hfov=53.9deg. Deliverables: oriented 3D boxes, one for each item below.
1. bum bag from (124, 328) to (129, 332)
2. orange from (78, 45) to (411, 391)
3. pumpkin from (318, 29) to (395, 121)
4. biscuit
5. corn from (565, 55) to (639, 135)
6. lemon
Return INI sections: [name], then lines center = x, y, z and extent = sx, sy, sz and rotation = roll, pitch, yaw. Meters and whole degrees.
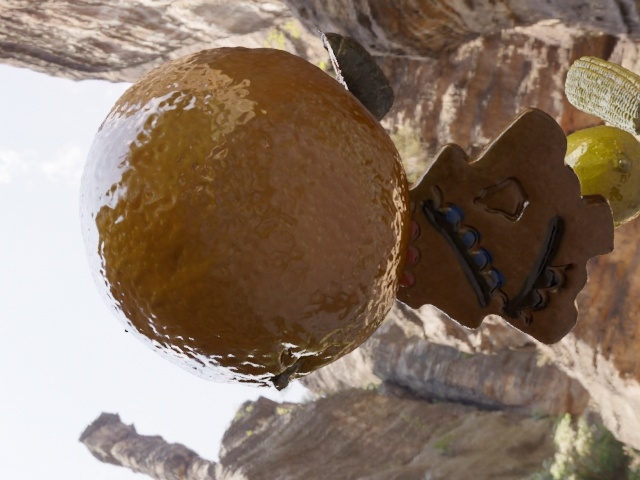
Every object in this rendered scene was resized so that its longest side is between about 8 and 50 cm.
[bum bag]
center = -0.415, 0.185, 1.705
extent = 0.095, 0.144, 0.340
rotation = 58, -172, 4
[orange]
center = -0.056, -0.014, 0.492
extent = 0.264, 0.264, 0.264
rotation = -20, -64, -49
[pumpkin]
center = 0.085, -0.403, 1.457
extent = 0.279, 0.111, 0.163
rotation = -107, -10, -45
[biscuit]
center = 0.170, 0.006, 0.716
extent = 0.043, 0.301, 0.278
rotation = -58, -46, -62
[corn]
center = 0.415, -0.205, 0.893
extent = 0.063, 0.165, 0.085
rotation = -5, -56, -17
[lemon]
center = 0.469, -0.104, 1.061
extent = 0.203, 0.178, 0.179
rotation = 83, -155, -82
